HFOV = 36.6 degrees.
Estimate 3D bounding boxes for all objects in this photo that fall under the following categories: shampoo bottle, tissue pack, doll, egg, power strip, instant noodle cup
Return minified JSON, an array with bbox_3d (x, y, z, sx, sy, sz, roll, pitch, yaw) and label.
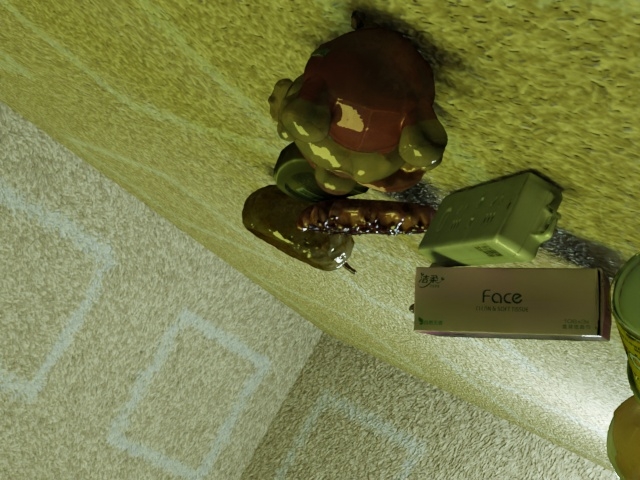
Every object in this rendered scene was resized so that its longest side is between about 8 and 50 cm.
[{"bbox_3d":[0.024,-0.108,1.384,0.125,0.084,0.350,22,172,-14],"label":"shampoo bottle"},{"bbox_3d":[0.261,0.086,1.304,0.246,0.093,0.148,0,172,20],"label":"tissue pack"},{"bbox_3d":[0.039,-0.127,1.043,0.196,0.152,0.256,44,174,-3],"label":"doll"},{"bbox_3d":[0.609,0.355,1.672,0.201,0.201,0.244,33,156,-14],"label":"egg"},{"bbox_3d":[0.206,-0.019,1.243,0.058,0.098,0.338,29,171,-9],"label":"power strip"},{"bbox_3d":[0.403,0.093,1.047,0.182,0.182,0.144,20,157,46],"label":"instant noodle cup"}]

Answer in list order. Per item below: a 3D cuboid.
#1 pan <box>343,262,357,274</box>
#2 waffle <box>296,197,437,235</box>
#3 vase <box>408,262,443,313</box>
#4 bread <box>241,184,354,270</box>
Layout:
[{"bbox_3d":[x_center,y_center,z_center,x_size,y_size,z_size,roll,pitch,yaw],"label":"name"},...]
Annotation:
[{"bbox_3d":[0.002,-0.002,2.123,0.212,0.040,0.115,37,170,3],"label":"pan"},{"bbox_3d":[0.074,-0.034,1.462,0.221,0.056,0.234,1,180,5],"label":"waffle"},{"bbox_3d":[0.209,0.098,1.835,0.053,0.101,0.053,30,171,5],"label":"vase"},{"bbox_3d":[-0.040,-0.032,1.862,0.229,0.123,0.230,25,173,3],"label":"bread"}]
